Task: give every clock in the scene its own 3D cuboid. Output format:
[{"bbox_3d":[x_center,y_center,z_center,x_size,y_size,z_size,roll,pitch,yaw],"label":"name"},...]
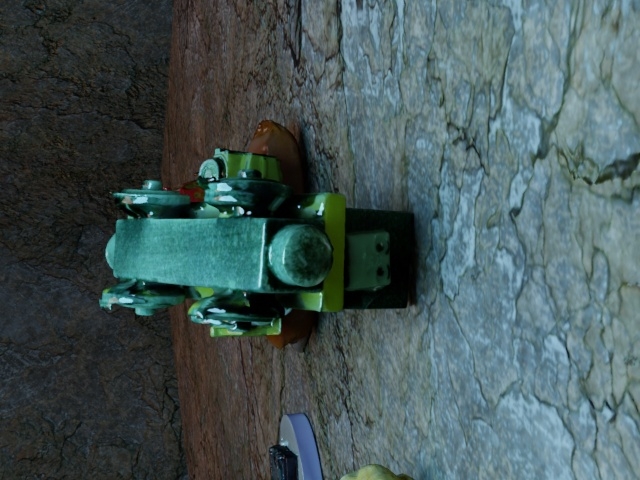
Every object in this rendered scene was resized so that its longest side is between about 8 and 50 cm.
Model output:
[{"bbox_3d":[-0.043,0.384,1.550,0.172,0.064,0.198,-173,79,-76],"label":"clock"}]

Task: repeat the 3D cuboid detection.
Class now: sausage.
[{"bbox_3d":[-0.059,-0.011,1.464,0.097,0.093,0.349,-13,80,63],"label":"sausage"}]

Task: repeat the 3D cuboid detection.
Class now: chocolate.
[{"bbox_3d":[-0.039,0.135,1.542,0.101,0.031,0.065,107,159,-57],"label":"chocolate"}]

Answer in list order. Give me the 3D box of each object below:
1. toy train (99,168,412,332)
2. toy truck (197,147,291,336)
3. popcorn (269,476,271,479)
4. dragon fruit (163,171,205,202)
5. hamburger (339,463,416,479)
[{"bbox_3d":[-0.078,0.014,1.072,0.397,0.253,0.160,1,87,53],"label":"toy train"},{"bbox_3d":[-0.084,0.001,1.335,0.135,0.128,0.260,-10,79,44],"label":"toy truck"},{"bbox_3d":[-0.066,0.454,1.681,0.084,0.084,0.084,177,90,-75],"label":"popcorn"},{"bbox_3d":[-0.226,-0.011,1.768,0.205,0.268,0.210,67,165,1],"label":"dragon fruit"},{"bbox_3d":[0.042,0.343,1.001,0.213,0.108,0.214,-42,32,34],"label":"hamburger"}]
